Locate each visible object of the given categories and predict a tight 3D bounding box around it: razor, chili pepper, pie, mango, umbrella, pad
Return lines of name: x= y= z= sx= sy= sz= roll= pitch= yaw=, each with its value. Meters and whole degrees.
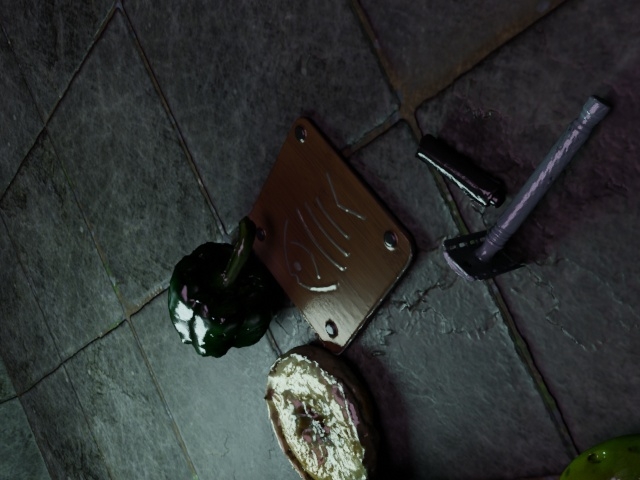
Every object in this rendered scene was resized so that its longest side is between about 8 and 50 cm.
razor: x=0.235 y=-0.055 z=0.803 sx=0.068 sy=0.106 sz=0.232 roll=47 pitch=125 yaw=24
chili pepper: x=-0.168 y=0.078 z=1.231 sx=0.174 sy=0.165 sz=0.261 roll=54 pitch=145 yaw=30
pie: x=0.001 y=0.303 z=1.216 sx=0.274 sy=0.055 sz=0.274 roll=21 pitch=120 yaw=42
mango: x=0.333 y=0.280 z=0.814 sx=0.119 sy=0.100 sz=0.178 roll=24 pitch=121 yaw=-3
umbrella: x=0.169 y=-0.083 z=0.897 sx=0.133 sy=0.031 sz=0.036 roll=42 pitch=159 yaw=28
pad: x=0.000 y=0.000 z=1.128 sx=0.286 sy=0.018 sz=0.284 roll=52 pitch=137 yaw=22
